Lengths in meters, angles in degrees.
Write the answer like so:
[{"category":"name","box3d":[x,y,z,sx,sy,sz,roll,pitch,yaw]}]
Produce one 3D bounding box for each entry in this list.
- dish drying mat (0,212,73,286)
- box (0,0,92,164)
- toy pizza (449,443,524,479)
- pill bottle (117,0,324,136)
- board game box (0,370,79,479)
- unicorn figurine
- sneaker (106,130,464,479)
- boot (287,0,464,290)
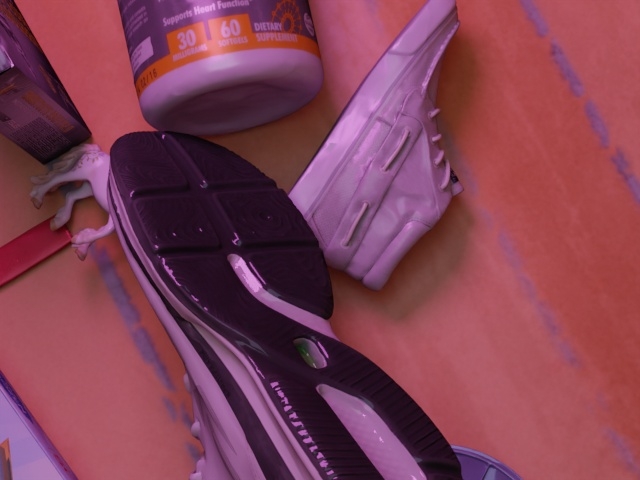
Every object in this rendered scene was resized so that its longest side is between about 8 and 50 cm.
[{"category":"dish drying mat","box3d":[-0.260,0.010,1.560,0.083,0.008,0.032,-32,76,-1]},{"category":"box","box3d":[-0.287,-0.176,1.487,0.056,0.231,0.183,-32,76,2]},{"category":"toy pizza","box3d":[0.097,0.269,1.457,0.201,0.032,0.201,-1,77,6]},{"category":"pill bottle","box3d":[-0.101,-0.242,1.520,0.162,0.162,0.278,-14,77,3]},{"category":"board game box","box3d":[-0.329,0.300,1.474,0.319,0.066,0.318,-37,77,-3]},{"category":"unicorn figurine","box3d":[-0.177,-0.032,1.531,0.111,0.060,0.162,-38,71,-14]},{"category":"sneaker","box3d":[-0.086,0.133,1.413,0.447,0.169,0.257,56,131,31]},{"category":"boot","box3d":[0.075,-0.082,1.516,0.123,0.095,0.258,34,84,-4]}]
